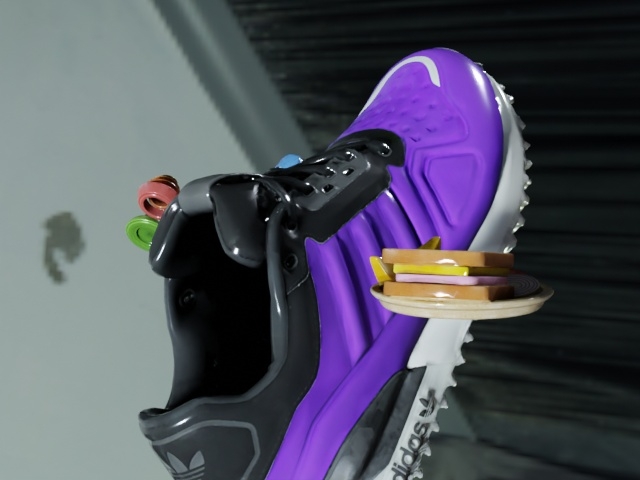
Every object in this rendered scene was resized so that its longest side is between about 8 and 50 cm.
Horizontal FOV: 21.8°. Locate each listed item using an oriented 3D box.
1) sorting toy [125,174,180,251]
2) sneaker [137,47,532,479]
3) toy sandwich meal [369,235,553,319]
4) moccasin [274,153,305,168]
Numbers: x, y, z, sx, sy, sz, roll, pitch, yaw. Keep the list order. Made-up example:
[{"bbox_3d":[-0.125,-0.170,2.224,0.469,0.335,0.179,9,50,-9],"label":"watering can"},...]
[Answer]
[{"bbox_3d":[-0.159,-0.031,1.693,0.102,0.061,0.042,115,-4,-51],"label":"sorting toy"},{"bbox_3d":[0.000,0.000,0.776,0.146,0.102,0.293,39,53,-27],"label":"sneaker"},{"bbox_3d":[0.058,0.013,0.699,0.085,0.085,0.029,-11,103,-54],"label":"toy sandwich meal"},{"bbox_3d":[0.006,0.062,1.803,0.342,0.116,0.138,82,24,-48],"label":"moccasin"}]
